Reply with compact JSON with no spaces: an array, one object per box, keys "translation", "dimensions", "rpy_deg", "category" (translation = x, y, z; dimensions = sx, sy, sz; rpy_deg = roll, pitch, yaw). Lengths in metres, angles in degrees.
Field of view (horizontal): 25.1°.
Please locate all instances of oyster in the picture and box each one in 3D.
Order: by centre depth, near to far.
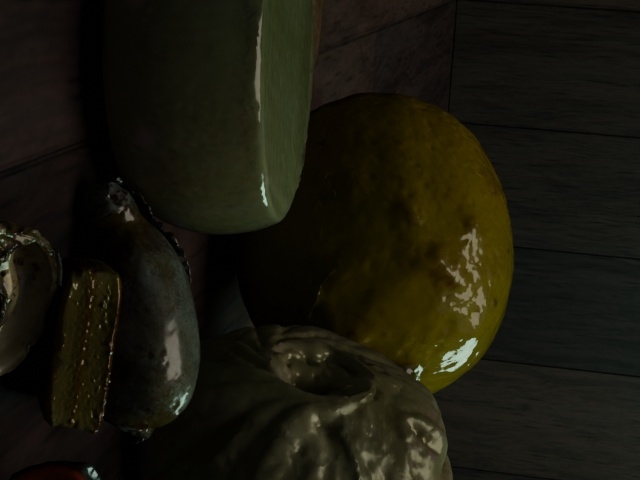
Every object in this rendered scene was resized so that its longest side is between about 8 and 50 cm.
[{"translation":[-0.171,0.027,0.743],"dimensions":[0.083,0.038,0.081],"rpy_deg":[-59,159,1],"category":"oyster"}]

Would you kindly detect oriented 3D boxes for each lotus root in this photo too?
[{"translation":[-0.115,0.044,0.894],"dimensions":[0.088,0.088,0.165],"rpy_deg":[13,71,-79],"category":"lotus root"}]

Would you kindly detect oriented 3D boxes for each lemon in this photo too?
[{"translation":[0.047,0.005,1.273],"dimensions":[0.260,0.261,0.284],"rpy_deg":[56,29,-74],"category":"lemon"}]

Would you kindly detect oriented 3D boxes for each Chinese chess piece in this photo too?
[{"translation":[-0.067,-0.129,0.959],"dimensions":[0.250,0.101,0.250],"rpy_deg":[3,90,-82],"category":"Chinese chess piece"}]

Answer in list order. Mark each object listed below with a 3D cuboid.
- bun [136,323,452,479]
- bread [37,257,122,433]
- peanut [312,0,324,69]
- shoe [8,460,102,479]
[{"translation":[-0.008,0.157,1.064],"dimensions":[0.244,0.244,0.153],"rpy_deg":[-72,-173,-49],"category":"bun"},{"translation":[-0.136,0.056,0.810],"dimensions":[0.094,0.035,0.090],"rpy_deg":[-168,-94,-76],"category":"bread"},{"translation":[-0.031,-0.206,1.187],"dimensions":[0.104,0.086,0.227],"rpy_deg":[98,3,-73],"category":"peanut"},{"translation":[-0.131,0.190,0.807],"dimensions":[0.336,0.132,0.171],"rpy_deg":[-51,137,-66],"category":"shoe"}]
